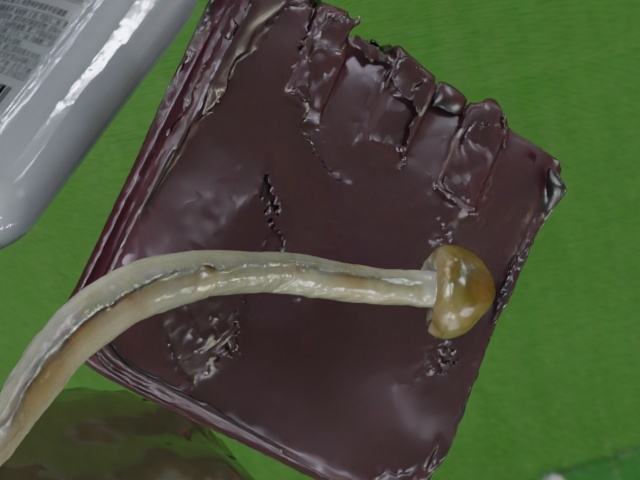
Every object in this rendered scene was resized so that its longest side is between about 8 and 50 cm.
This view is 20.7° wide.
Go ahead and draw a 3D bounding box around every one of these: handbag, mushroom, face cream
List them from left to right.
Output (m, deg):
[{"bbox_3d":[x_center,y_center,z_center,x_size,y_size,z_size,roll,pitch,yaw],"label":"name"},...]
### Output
[{"bbox_3d":[-0.137,-0.121,0.934,0.291,0.144,0.071,-59,141,-27],"label":"face cream"},{"bbox_3d":[-0.050,0.040,0.717,0.306,0.068,0.043,-13,140,-36],"label":"mushroom"},{"bbox_3d":[-0.002,0.000,0.855,0.203,0.074,0.216,28,79,-26],"label":"handbag"}]

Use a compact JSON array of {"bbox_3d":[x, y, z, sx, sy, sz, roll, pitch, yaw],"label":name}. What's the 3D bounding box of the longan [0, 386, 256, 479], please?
[{"bbox_3d":[-0.215,0.337,1.416,0.404,0.404,0.436,21,107,-18],"label":"longan"}]
